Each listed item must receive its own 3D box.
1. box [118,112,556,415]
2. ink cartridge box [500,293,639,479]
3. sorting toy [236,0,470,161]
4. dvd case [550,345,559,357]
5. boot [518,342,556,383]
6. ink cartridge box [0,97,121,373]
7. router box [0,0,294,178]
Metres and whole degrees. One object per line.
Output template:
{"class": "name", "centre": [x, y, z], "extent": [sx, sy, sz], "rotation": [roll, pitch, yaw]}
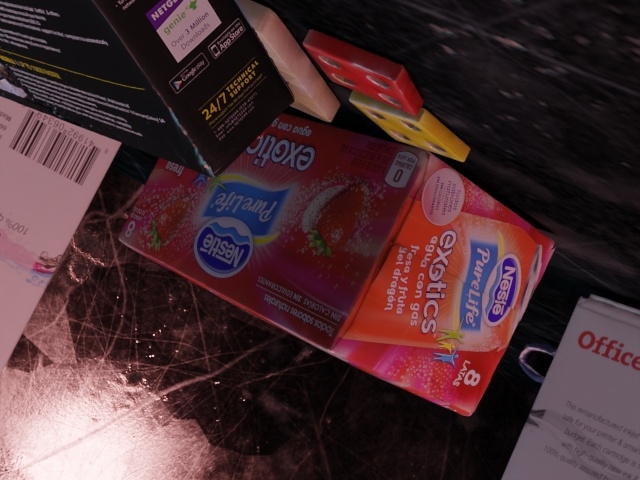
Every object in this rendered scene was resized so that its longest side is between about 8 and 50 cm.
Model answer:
{"class": "box", "centre": [0.000, 0.000, 0.718], "extent": [0.128, 0.123, 0.257], "rotation": [29, 175, -39]}
{"class": "ink cartridge box", "centre": [0.211, 0.163, 0.749], "extent": [0.092, 0.218, 0.158], "rotation": [23, 179, -36]}
{"class": "sorting toy", "centre": [-0.063, -0.089, 0.555], "extent": [0.274, 0.046, 0.132], "rotation": [25, 176, 17]}
{"class": "dvd case", "centre": [0.306, 0.181, 1.038], "extent": [0.221, 0.018, 0.164], "rotation": [51, 171, 5]}
{"class": "boot", "centre": [0.310, 0.175, 1.305], "extent": [0.086, 0.069, 0.190], "rotation": [26, 179, -31]}
{"class": "ink cartridge box", "centre": [-0.287, -0.059, 0.771], "extent": [0.198, 0.270, 0.197], "rotation": [31, 174, -40]}
{"class": "router box", "centre": [-0.104, -0.100, 0.404], "extent": [0.179, 0.046, 0.133], "rotation": [22, 153, 47]}
